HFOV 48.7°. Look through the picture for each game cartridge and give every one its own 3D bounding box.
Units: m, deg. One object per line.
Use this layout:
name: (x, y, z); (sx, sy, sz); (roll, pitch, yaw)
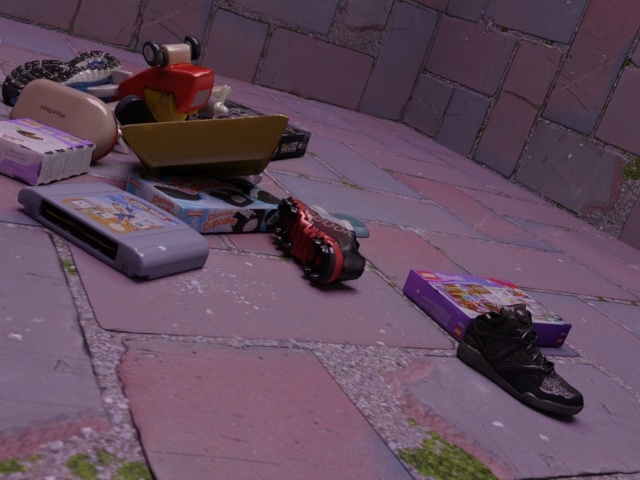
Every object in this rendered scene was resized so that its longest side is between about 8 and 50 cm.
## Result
game cartridge: (-0.349, -0.027, 1.230); (0.297, 0.062, 0.198); (27, 23, 23)

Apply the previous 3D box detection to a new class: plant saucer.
plant saucer: (0.069, -0.041, 1.768); (0.119, 0.021, 0.119); (18, 17, -5)
plant saucer: (-0.242, -0.188, 1.528); (0.333, 0.081, 0.333); (-5, -3, -8)

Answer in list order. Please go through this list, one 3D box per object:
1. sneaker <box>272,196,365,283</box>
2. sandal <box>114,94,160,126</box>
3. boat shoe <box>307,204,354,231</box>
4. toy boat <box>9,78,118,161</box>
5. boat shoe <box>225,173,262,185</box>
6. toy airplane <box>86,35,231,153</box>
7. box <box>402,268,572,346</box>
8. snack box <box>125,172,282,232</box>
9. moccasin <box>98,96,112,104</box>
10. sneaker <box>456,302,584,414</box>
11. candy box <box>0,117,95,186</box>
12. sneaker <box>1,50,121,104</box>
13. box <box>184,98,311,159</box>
sneaker: (0.000, 0.001, 1.432); (0.135, 0.097, 0.276); (8, 25, -33)
sandal: (-0.394, -0.242, 1.666); (0.054, 0.097, 0.254); (45, 0, 29)
boat shoe: (-0.002, -0.021, 1.558); (0.081, 0.079, 0.227); (-1, 20, -27)
toy boat: (-0.567, -0.256, 1.597); (0.231, 0.151, 0.151); (21, -12, 6)
boat shoe: (-0.198, -0.143, 1.731); (0.063, 0.066, 0.184); (44, 24, 24)
toy airplane: (-0.433, -0.347, 1.845); (0.386, 0.272, 0.384); (-16, 8, 2)
box: (0.340, 0.138, 1.447); (0.293, 0.057, 0.201); (8, 21, -32)
snack box: (-0.227, -0.080, 1.503); (0.187, 0.060, 0.322); (30, 20, 35)
moccasin: (-0.655, -0.470, 2.139); (0.138, 0.116, 0.342); (25, 18, 17)
sneaker: (0.346, 0.190, 1.181); (0.227, 0.130, 0.087); (34, 24, 35)
candy box: (-0.579, -0.181, 1.419); (0.165, 0.070, 0.196); (22, 17, 6)
sneaker: (-0.690, -0.405, 1.913); (0.330, 0.147, 0.130); (-23, 54, -39)
box: (-0.270, -0.379, 2.312); (0.395, 0.097, 0.318); (24, 20, 16)
